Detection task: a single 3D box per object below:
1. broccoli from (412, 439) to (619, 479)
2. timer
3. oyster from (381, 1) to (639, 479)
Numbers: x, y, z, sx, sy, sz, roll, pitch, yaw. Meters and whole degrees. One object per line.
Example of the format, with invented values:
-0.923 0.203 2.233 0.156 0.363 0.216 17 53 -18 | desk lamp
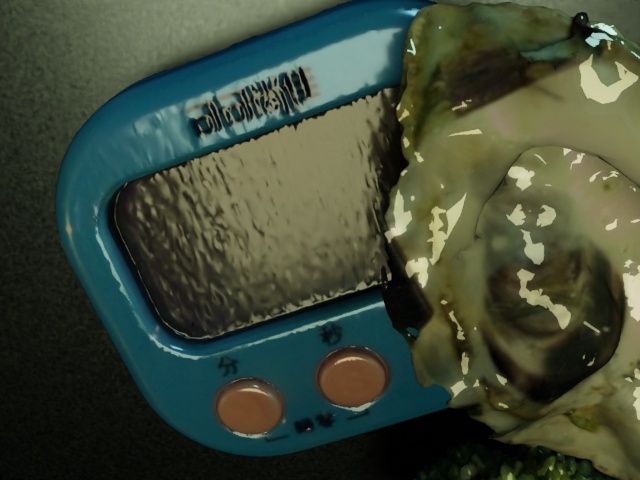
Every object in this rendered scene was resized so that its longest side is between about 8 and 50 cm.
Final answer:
0.183 0.341 0.590 0.277 0.318 0.338 -6 155 -9 | broccoli
0.000 0.000 0.520 0.340 0.115 0.309 -19 112 8 | timer
0.156 0.014 0.409 0.238 0.115 0.351 -30 102 29 | oyster
